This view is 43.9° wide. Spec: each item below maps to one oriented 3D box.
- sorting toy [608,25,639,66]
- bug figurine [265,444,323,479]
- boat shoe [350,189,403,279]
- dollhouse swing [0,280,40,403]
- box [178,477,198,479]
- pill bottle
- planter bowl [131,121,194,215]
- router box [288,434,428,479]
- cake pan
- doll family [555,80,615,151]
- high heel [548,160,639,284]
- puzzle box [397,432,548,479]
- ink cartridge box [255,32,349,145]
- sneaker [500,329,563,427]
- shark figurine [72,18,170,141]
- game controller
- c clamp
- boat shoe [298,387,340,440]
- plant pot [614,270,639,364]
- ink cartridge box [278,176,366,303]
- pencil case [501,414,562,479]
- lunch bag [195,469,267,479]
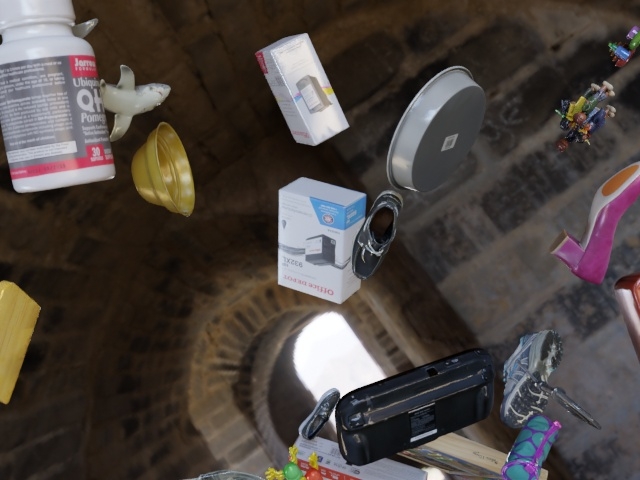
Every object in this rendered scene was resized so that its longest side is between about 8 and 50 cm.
[{"bbox_3d":[0.555,-0.358,1.446,0.061,0.042,0.102,-44,-14,-25],"label":"sorting toy"},{"bbox_3d":[-0.091,0.576,1.736,0.279,0.072,0.216,-44,-33,-18],"label":"bug figurine"},{"bbox_3d":[0.124,-0.002,1.838,0.079,0.084,0.233,-79,9,-61],"label":"boat shoe"},{"bbox_3d":[-0.848,0.159,1.691,0.305,0.346,0.315,29,-105,-60],"label":"dollhouse swing"},{"bbox_3d":[-0.321,0.504,1.461,0.275,0.094,0.113,7,-30,-41],"label":"box"},{"bbox_3d":[-0.468,-0.250,1.369,0.176,0.319,0.176,-8,8,1],"label":"pill bottle"},{"bbox_3d":[-0.365,-0.151,1.788,0.090,0.217,0.217,-12,-4,9],"label":"planter bowl"},{"bbox_3d":[0.095,0.651,1.992,0.082,0.335,0.301,-57,-28,-46],"label":"router box"},{"bbox_3d":[0.255,-0.225,1.690,0.293,0.054,0.293,-38,-32,-29],"label":"cake pan"},{"bbox_3d":[0.510,-0.233,1.546,0.111,0.076,0.193,-47,-34,-2],"label":"doll family"},{"bbox_3d":[0.535,-0.029,1.431,0.244,0.117,0.082,-53,8,22],"label":"high heel"},{"bbox_3d":[0.303,0.514,1.918,0.272,0.408,0.052,-24,45,62],"label":"puzzle box"},{"bbox_3d":[-0.059,-0.456,2.396,0.131,0.306,0.226,-31,19,-10],"label":"ink cartridge box"},{"bbox_3d":[0.524,0.359,2.045,0.122,0.110,0.283,-10,39,55],"label":"sneaker"},{"bbox_3d":[-0.437,-0.310,1.536,0.166,0.116,0.278,-57,-39,-6],"label":"shark figurine"},{"bbox_3d":[0.178,0.305,1.449,0.319,0.067,0.167,-16,-52,-15],"label":"game controller"},{"bbox_3d":[0.383,0.254,1.278,0.022,0.137,0.160,-48,2,-2],"label":"c clamp"},{"bbox_3d":[0.005,0.418,1.898,0.142,0.049,0.040,-51,29,-9],"label":"boat shoe"},{"bbox_3d":[0.547,0.124,1.077,0.267,0.267,0.236,-20,2,1],"label":"plant pot"},{"bbox_3d":[0.000,0.000,2.285,0.129,0.223,0.308,-35,-46,-51],"label":"ink cartridge box"},{"bbox_3d":[0.371,0.370,1.391,0.070,0.064,0.151,-36,2,38],"label":"pencil case"},{"bbox_3d":[-0.068,0.486,1.184,0.169,0.286,0.235,-50,-38,-34],"label":"lunch bag"}]
